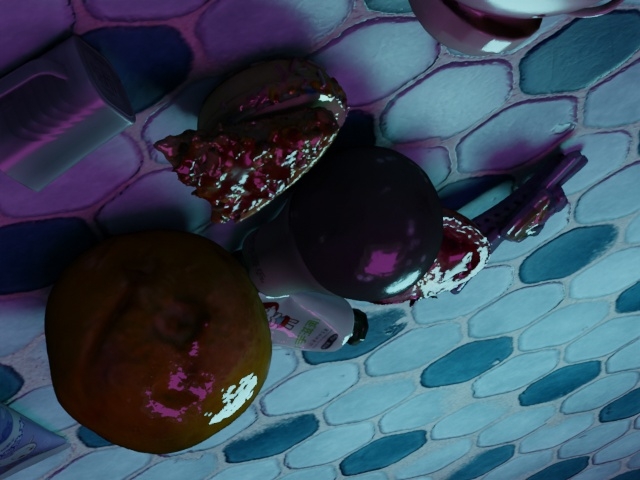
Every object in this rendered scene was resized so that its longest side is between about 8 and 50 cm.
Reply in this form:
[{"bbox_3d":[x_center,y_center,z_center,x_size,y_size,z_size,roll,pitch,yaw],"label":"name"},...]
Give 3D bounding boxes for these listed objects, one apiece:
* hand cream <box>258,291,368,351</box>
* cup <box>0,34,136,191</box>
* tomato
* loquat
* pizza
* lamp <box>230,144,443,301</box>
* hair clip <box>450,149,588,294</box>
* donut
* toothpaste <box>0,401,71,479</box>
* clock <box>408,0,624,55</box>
[{"bbox_3d":[-0.076,0.100,2.201,0.336,0.076,0.121,10,138,-39],"label":"hand cream"},{"bbox_3d":[-0.262,-0.125,1.552,0.129,0.095,0.128,-32,152,11],"label":"cup"},{"bbox_3d":[0.113,-0.002,2.099,0.189,0.099,0.173,-15,142,-5],"label":"tomato"},{"bbox_3d":[-0.193,0.128,1.925,0.276,0.276,0.284,-9,155,-27],"label":"loquat"},{"bbox_3d":[-0.087,-0.074,1.679,0.199,0.062,0.188,4,143,-44],"label":"pizza"},{"bbox_3d":[0.000,-0.019,1.958,0.314,0.182,0.182,-1,171,38],"label":"lamp"},{"bbox_3d":[0.244,-0.019,2.196,0.278,0.090,0.137,-30,163,15],"label":"hair clip"},{"bbox_3d":[-0.055,-0.133,1.744,0.174,0.068,0.174,-21,157,-9],"label":"donut"},{"bbox_3d":[-0.435,0.261,2.207,0.125,0.080,0.371,-26,162,-3],"label":"toothpaste"},{"bbox_3d":[0.227,-0.323,1.502,0.342,0.184,0.326,-20,160,4],"label":"clock"}]
